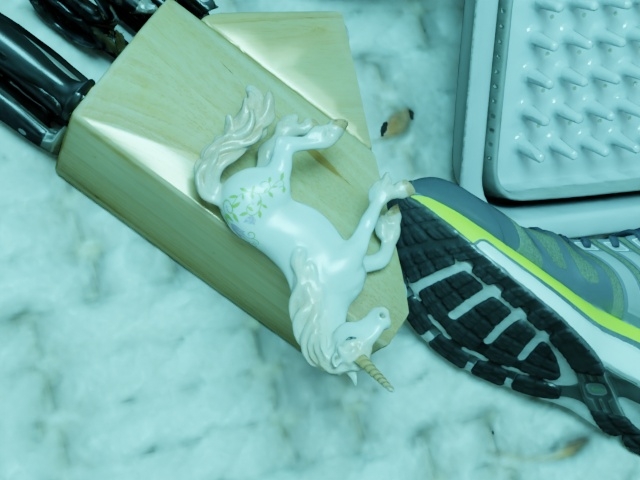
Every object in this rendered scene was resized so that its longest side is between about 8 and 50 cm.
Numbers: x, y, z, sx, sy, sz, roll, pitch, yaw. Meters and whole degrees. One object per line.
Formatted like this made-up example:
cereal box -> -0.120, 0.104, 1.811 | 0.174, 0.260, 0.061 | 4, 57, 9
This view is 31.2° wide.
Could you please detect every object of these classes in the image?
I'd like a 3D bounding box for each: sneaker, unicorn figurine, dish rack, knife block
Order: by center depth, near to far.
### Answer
unicorn figurine -> 0.000, 0.000, 0.596 | 0.162, 0.060, 0.111 | 36, 65, 12
knife block -> -0.096, -0.051, 0.654 | 0.242, 0.088, 0.275 | -7, 76, -21
sneaker -> 0.167, 0.038, 0.715 | 0.300, 0.111, 0.121 | 31, 57, -19
dish rack -> 0.231, -0.151, 0.751 | 0.333, 0.072, 0.285 | -7, 116, -22
